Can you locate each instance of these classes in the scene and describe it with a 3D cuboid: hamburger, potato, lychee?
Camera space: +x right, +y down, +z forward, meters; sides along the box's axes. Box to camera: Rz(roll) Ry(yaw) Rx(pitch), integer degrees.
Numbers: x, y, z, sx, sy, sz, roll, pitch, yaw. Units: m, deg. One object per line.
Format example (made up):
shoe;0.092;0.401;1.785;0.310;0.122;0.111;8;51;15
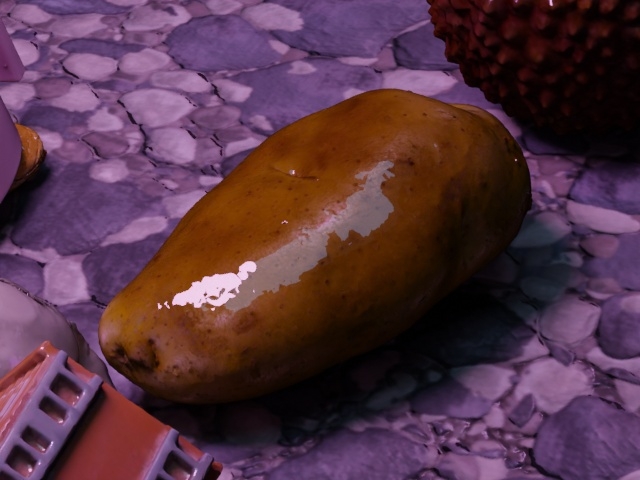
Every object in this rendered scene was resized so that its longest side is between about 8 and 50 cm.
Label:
hamburger;-0.277;-0.068;1.580;0.076;0.044;0.083;22;41;28
potato;0.000;0.000;1.387;0.369;0.176;0.195;-35;74;-30
lychee;0.218;-0.227;1.561;0.276;0.276;0.304;24;9;31

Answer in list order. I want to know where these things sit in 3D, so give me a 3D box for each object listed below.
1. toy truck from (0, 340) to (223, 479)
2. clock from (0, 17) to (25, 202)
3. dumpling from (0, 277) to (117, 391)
toy truck;-0.202;0.243;0.985;0.173;0.207;0.387;37;42;-9
clock;-0.391;-0.052;1.506;0.290;0.080;0.275;-11;49;4
dumpling;-0.233;0.102;1.252;0.247;0.142;0.172;22;52;-31
